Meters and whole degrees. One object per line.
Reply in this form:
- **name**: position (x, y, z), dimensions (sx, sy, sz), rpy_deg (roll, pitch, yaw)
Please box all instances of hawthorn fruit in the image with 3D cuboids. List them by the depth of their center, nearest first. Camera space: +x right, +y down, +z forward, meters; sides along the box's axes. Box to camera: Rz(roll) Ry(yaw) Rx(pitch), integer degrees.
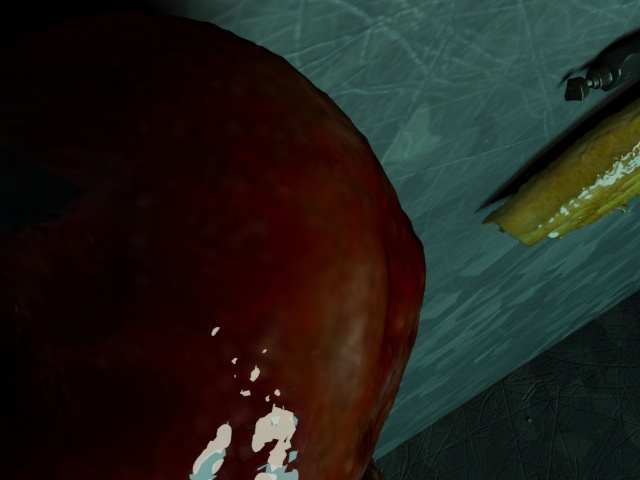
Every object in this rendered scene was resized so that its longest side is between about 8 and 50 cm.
- **hawthorn fruit**: position (-0.060, 0.022, 0.445), dimensions (0.230, 0.210, 0.266), rpy_deg (-68, 167, 19)

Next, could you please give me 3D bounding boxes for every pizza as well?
- **pizza**: position (0.302, -0.073, 1.165), dimensions (0.280, 0.075, 0.288), rpy_deg (-34, 167, 7)

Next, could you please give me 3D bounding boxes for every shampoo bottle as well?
- **shampoo bottle**: position (0.259, -0.151, 0.919), dimensions (0.137, 0.027, 0.048), rpy_deg (-29, 161, -23)

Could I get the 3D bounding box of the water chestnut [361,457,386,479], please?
- **water chestnut**: position (-0.084, 0.239, 0.898), dimensions (0.335, 0.335, 0.347), rpy_deg (-45, -168, 29)
